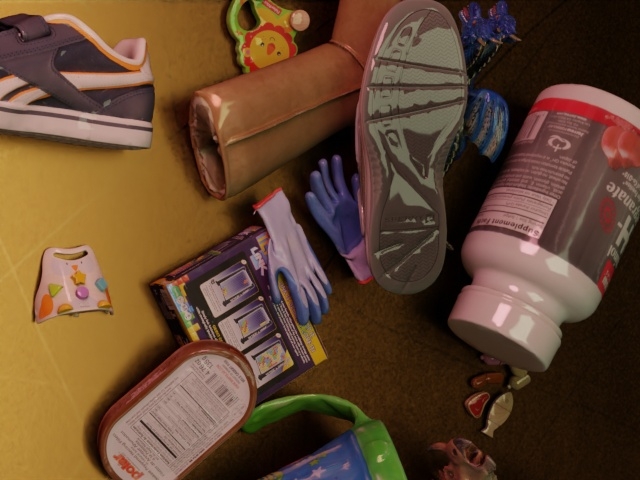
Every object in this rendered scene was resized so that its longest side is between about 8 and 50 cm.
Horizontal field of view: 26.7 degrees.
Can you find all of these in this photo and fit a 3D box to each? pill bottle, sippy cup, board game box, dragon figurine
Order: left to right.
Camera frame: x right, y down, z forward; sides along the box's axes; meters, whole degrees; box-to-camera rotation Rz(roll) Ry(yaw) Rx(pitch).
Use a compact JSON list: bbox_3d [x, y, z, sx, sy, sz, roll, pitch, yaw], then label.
[{"bbox_3d":[-0.088,0.089,1.486,0.141,0.048,0.170,-31,105,-27],"label":"board game box"},{"bbox_3d":[-0.007,0.332,1.426,0.224,0.305,0.240,-16,119,-4],"label":"sippy cup"},{"bbox_3d":[0.160,-0.136,1.565,0.085,0.144,0.289,7,87,-28],"label":"dragon figurine"},{"bbox_3d":[0.276,-0.012,1.611,0.176,0.176,0.318,34,75,-24],"label":"pill bottle"}]

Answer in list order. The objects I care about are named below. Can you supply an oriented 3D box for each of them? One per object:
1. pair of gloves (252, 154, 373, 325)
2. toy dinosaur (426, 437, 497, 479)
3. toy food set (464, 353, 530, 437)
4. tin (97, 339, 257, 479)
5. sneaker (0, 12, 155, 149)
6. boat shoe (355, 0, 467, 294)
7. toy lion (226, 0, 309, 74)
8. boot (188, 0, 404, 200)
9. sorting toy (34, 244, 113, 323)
[{"bbox_3d":[0.000,0.000,1.515,0.198,0.023,0.159,-35,106,-44],"label":"pair of gloves"},{"bbox_3d":[0.170,0.376,1.583,0.200,0.127,0.296,31,104,15],"label":"toy dinosaur"},{"bbox_3d":[0.218,0.175,1.671,0.078,0.019,0.122,41,80,-22],"label":"toy food set"},{"bbox_3d":[-0.151,0.186,1.425,0.189,0.040,0.106,-42,100,-2],"label":"tin"},{"bbox_3d":[-0.310,-0.164,1.322,0.321,0.126,0.127,3,93,-39],"label":"sneaker"},{"bbox_3d":[0.090,-0.105,1.486,0.118,0.103,0.320,-3,102,-14],"label":"boat shoe"},{"bbox_3d":[-0.065,-0.229,1.509,0.100,0.034,0.096,33,82,-24],"label":"toy lion"},{"bbox_3d":[-0.019,-0.193,1.471,0.269,0.089,0.236,-26,122,-26],"label":"boot"},{"bbox_3d":[-0.257,0.042,1.404,0.083,0.045,0.075,-6,74,-29],"label":"sorting toy"}]
